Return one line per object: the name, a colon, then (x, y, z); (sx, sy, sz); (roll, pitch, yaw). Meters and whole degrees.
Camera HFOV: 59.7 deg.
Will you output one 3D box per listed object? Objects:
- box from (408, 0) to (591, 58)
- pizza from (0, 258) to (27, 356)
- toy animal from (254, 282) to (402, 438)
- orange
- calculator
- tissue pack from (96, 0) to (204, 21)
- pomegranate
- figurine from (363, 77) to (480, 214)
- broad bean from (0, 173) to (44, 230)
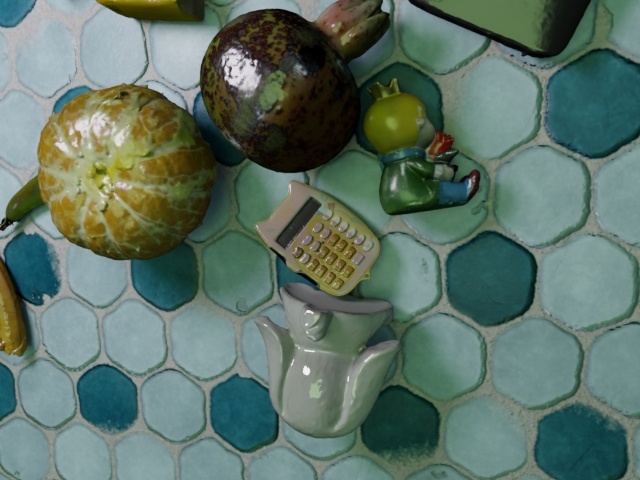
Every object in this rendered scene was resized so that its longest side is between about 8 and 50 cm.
box: (0.314, -0.472, 0.903); (0.290, 0.073, 0.289); (27, 104, 10)
pizza: (-0.795, 0.116, 1.283); (0.182, 0.074, 0.365); (-25, 91, 8)
toy animal: (0.001, 0.231, 1.026); (0.272, 0.206, 0.265); (12, 98, 10)
orange: (-0.355, -0.123, 1.043); (0.329, 0.249, 0.329); (4, 104, 14)
calculator: (0.000, 0.000, 1.050); (0.236, 0.033, 0.157); (39, 85, 14)
tissue pack: (-0.317, -0.462, 1.046); (0.169, 0.120, 0.082); (8, 99, 12)
pomegranate: (-0.024, -0.278, 0.928); (0.341, 0.285, 0.285); (-42, 87, 5)
figurine: (0.172, -0.168, 0.969); (0.185, 0.127, 0.234); (-8, 83, 4)
broad bean: (-0.596, -0.108, 1.207); (0.325, 0.067, 0.075); (-30, 60, 19)
